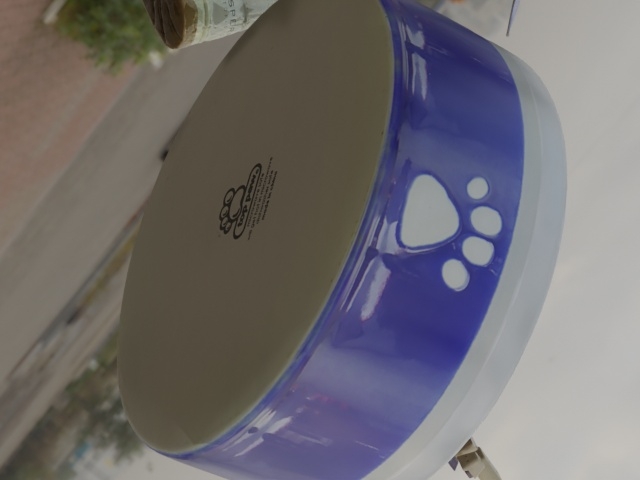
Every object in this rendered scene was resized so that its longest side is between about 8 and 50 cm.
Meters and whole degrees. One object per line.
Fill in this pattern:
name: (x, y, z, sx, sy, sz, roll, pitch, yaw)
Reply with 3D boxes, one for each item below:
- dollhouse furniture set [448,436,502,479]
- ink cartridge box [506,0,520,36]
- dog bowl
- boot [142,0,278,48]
dollhouse furniture set: (0.152, 0.269, 1.414, 0.081, 0.114, 0.091, -32, -148, 6)
ink cartridge box: (0.235, -0.373, 1.221, 0.165, 0.065, 0.333, -67, 163, -50)
dog bowl: (0.000, 0.000, 0.664, 0.265, 0.104, 0.265, -41, -143, 40)
boot: (-0.056, -0.227, 0.868, 0.165, 0.213, 0.077, -11, 152, -24)
